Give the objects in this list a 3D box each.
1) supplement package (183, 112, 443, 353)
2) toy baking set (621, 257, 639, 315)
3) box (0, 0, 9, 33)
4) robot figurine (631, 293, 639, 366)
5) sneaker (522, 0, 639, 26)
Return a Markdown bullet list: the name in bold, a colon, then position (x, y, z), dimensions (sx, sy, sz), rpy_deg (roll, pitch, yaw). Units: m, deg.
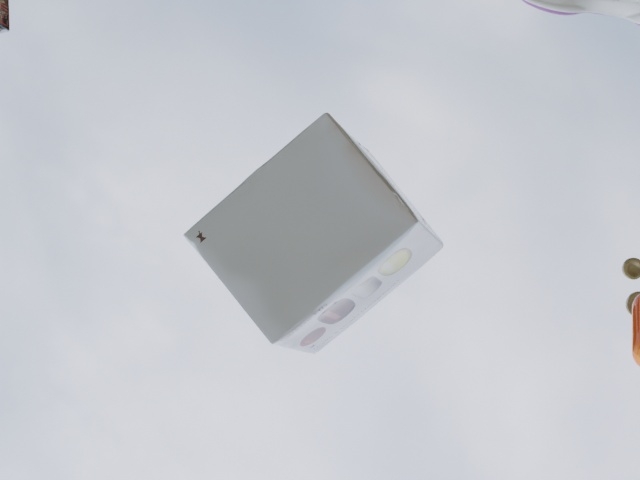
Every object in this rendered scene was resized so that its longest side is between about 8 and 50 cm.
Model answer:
- **supplement package**: position (0.000, 0.000, 1.579), dimensions (0.149, 0.194, 0.203), rpy_deg (51, -175, 13)
- **toy baking set**: position (0.521, 0.044, 2.051), dimensions (0.196, 0.256, 0.030), rpy_deg (39, 176, -9)
- **box**: position (-0.374, -0.272, 1.605), dimensions (0.027, 0.094, 0.137), rpy_deg (30, -131, -59)
- **robot figurine**: position (0.312, 0.037, 1.115), dimensions (0.158, 0.128, 0.219), rpy_deg (9, -162, 11)
- **sneaker**: position (0.383, -0.375, 2.053), dimensions (0.305, 0.152, 0.114), rpy_deg (10, -154, 6)
